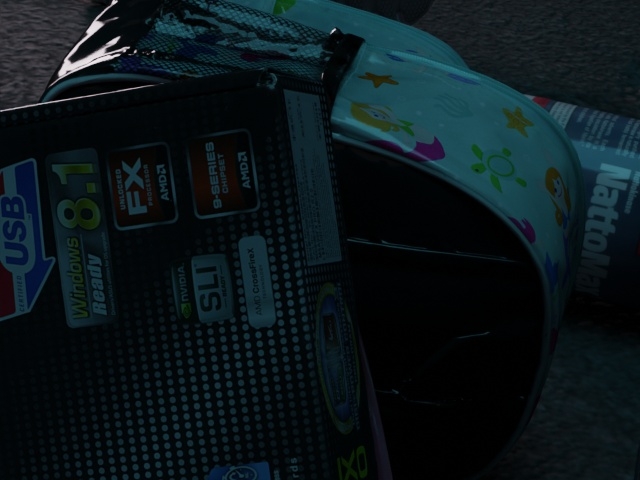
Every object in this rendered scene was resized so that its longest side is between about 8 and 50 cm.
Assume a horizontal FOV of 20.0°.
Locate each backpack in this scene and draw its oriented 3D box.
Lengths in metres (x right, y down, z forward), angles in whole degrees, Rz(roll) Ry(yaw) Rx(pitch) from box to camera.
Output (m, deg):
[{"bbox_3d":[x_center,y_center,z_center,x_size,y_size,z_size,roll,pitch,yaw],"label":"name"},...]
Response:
[{"bbox_3d":[0.000,0.000,0.883,0.253,0.225,0.191,18,38,12],"label":"backpack"}]

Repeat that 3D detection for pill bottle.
[{"bbox_3d":[0.186,-0.014,1.039,0.180,0.108,0.108,14,32,14],"label":"pill bottle"}]

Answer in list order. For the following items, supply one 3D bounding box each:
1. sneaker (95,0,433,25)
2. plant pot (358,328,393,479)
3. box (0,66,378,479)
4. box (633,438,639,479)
[{"bbox_3d":[-0.045,-0.225,1.351,0.281,0.105,0.115,11,32,11],"label":"sneaker"},{"bbox_3d":[-0.064,0.123,0.717,0.180,0.201,0.201,-10,31,5],"label":"plant pot"},{"bbox_3d":[-0.090,0.092,0.600,0.216,0.270,0.060,-7,-1,16],"label":"box"},{"bbox_3d":[0.166,0.127,0.779,0.027,0.137,0.094,27,37,37],"label":"box"}]
